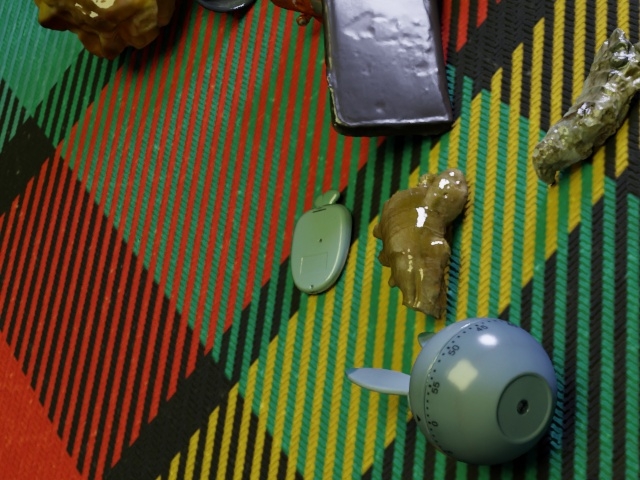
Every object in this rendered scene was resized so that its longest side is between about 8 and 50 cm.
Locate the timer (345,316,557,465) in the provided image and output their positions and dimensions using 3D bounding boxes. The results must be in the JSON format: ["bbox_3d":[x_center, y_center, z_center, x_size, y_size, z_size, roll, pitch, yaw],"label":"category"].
[{"bbox_3d":[0.154,0.172,1.435,0.255,0.175,0.175,-30,41,63],"label":"timer"}]

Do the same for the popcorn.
[{"bbox_3d":[-0.365,-0.468,2.170,0.225,0.265,0.332,167,110,-80],"label":"popcorn"}]

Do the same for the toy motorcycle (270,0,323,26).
[{"bbox_3d":[0.012,-0.445,1.933,0.221,0.148,0.326,-18,53,6],"label":"toy motorcycle"}]

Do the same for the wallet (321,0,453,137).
[{"bbox_3d":[0.085,-0.277,1.757,0.165,0.042,0.309,-3,64,-2],"label":"wallet"}]

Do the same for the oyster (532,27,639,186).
[{"bbox_3d":[0.323,-0.162,1.528,0.106,0.061,0.200,6,69,42],"label":"oyster"}]

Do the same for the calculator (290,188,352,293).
[{"bbox_3d":[0.000,0.000,1.744,0.095,0.021,0.153,-12,61,36],"label":"calculator"}]

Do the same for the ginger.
[{"bbox_3d":[0.114,-0.001,1.602,0.115,0.081,0.205,9,59,11],"label":"ginger"}]

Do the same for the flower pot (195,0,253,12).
[{"bbox_3d":[-0.173,-0.447,2.090,0.157,0.157,0.107,-59,30,-4],"label":"flower pot"}]
